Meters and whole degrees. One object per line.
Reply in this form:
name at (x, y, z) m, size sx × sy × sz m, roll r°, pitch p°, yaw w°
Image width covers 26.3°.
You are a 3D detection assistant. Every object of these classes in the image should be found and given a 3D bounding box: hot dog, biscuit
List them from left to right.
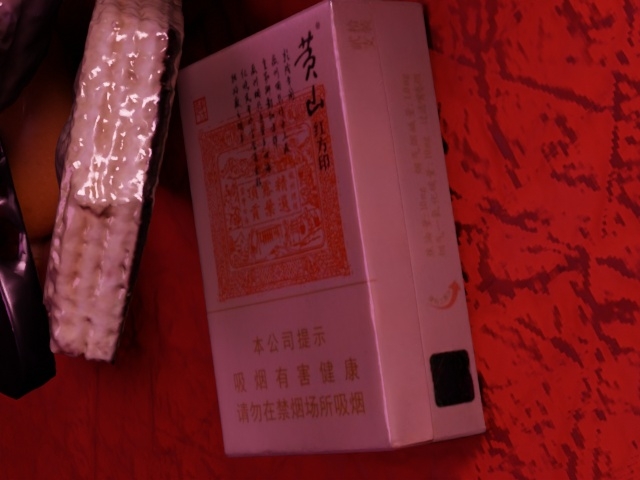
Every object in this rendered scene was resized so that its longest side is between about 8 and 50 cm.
hot dog at (-0.207, -0.068, 0.886) m, size 0.194 × 0.107 × 0.326 m, roll -15°, pitch 91°, yaw 62°
biscuit at (-0.106, -0.058, 0.698) m, size 0.252 × 0.052 × 0.150 m, roll -103°, pitch 24°, yaw -64°

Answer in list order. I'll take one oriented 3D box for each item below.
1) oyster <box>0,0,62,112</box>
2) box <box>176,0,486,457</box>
oyster at (-0.169, -0.167, 0.719) m, size 0.341 × 0.110 × 0.166 m, roll -58°, pitch 2°, yaw 3°
box at (0.000, 0.000, 0.652) m, size 0.141 × 0.058 × 0.201 m, roll -12°, pitch 83°, yaw 53°
